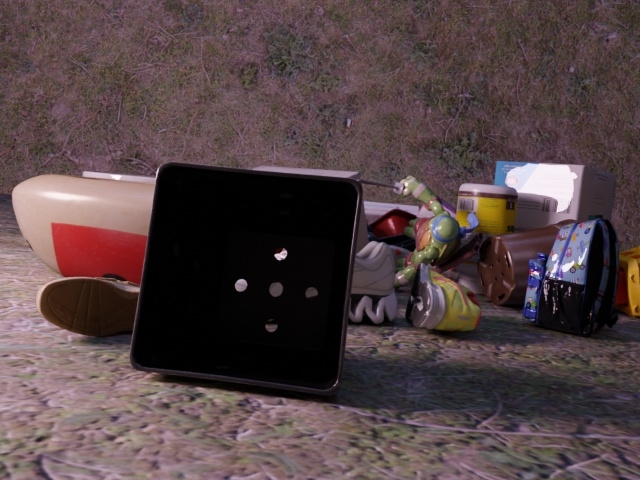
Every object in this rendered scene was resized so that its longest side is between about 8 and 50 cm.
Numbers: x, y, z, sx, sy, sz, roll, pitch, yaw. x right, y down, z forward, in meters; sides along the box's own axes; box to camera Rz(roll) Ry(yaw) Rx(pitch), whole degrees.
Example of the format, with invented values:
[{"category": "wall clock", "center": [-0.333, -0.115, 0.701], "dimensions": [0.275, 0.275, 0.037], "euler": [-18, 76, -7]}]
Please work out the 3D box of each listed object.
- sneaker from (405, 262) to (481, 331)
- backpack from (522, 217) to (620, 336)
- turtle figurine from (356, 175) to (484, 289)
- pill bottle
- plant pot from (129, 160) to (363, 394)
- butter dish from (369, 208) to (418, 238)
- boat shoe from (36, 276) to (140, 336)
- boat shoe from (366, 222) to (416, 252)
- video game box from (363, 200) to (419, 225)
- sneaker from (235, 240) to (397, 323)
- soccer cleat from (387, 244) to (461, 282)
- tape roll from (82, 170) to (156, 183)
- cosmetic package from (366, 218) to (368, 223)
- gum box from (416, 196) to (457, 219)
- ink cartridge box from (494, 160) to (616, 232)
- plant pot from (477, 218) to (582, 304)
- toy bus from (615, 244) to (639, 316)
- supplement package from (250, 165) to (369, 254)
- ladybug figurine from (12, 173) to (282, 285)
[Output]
[{"category": "sneaker", "center": [0.175, 0.090, 1.033], "dimensions": [0.094, 0.082, 0.208], "euler": [12, 11, 0]}, {"category": "backpack", "center": [0.391, 0.049, 1.122], "dimensions": [0.116, 0.174, 0.158], "euler": [9, 6, 36]}, {"category": "turtle figurine", "center": [0.155, -0.011, 1.401], "dimensions": [0.274, 0.198, 0.266], "euler": [-17, -13, 0]}, {"category": "pill bottle", "center": [0.326, -0.003, 1.464], "dimensions": [0.117, 0.215, 0.117], "euler": [5, 4, 0]}, {"category": "plant pot", "center": [-0.056, 0.043, 0.714], "dimensions": [0.187, 0.188, 0.167], "euler": [6, -9, 7]}, {"category": "butter dish", "center": [0.191, 0.009, 1.866], "dimensions": [0.159, 0.118, 0.160], "euler": [-34, -32, 31]}, {"category": "boat shoe", "center": [-0.240, 0.072, 0.804], "dimensions": [0.059, 0.063, 0.170], "euler": [6, -6, 41]}, {"category": "boat shoe", "center": [0.107, 0.013, 1.660], "dimensions": [0.339, 0.113, 0.127], "euler": [3, 6, -23]}, {"category": "video game box", "center": [0.150, -0.028, 1.980], "dimensions": [0.186, 0.048, 0.205], "euler": [7, -34, -10]}, {"category": "sneaker", "center": [-0.030, 0.048, 0.994], "dimensions": [0.291, 0.119, 0.110], "euler": [2, 7, -22]}, {"category": "soccer cleat", "center": [0.203, 0.057, 1.564], "dimensions": [0.196, 0.068, 0.076], "euler": [13, 0, 9]}, {"category": "tape roll", "center": [-0.420, -0.065, 1.658], "dimensions": [0.245, 0.169, 0.246], "euler": [5, 5, 0]}, {"category": "cosmetic package", "center": [0.082, 0.000, 1.788], "dimensions": [0.041, 0.115, 0.060], "euler": [4, 4, -21]}, {"category": "gum box", "center": [0.346, -0.034, 1.837], "dimensions": [0.188, 0.062, 0.107], "euler": [37, 16, 19]}, {"category": "ink cartridge box", "center": [0.494, -0.023, 1.577], "dimensions": [0.198, 0.270, 0.197], "euler": [9, 4, 41]}, {"category": "plant pot", "center": [0.385, 0.048, 1.323], "dimensions": [0.165, 0.167, 0.167], "euler": [-4, 7, -16]}, {"category": "toy bus", "center": [0.597, 0.078, 1.333], "dimensions": [0.211, 0.150, 0.220], "euler": [-8, 7, -2]}, {"category": "supplement package", "center": [-0.071, -0.043, 1.497], "dimensions": [0.292, 0.176, 0.177], "euler": [10, 26, 43]}, {"category": "ladybug figurine", "center": [-0.257, -0.010, 1.153], "dimensions": [0.448, 0.162, 0.305], "euler": [5, 4, 3]}]
